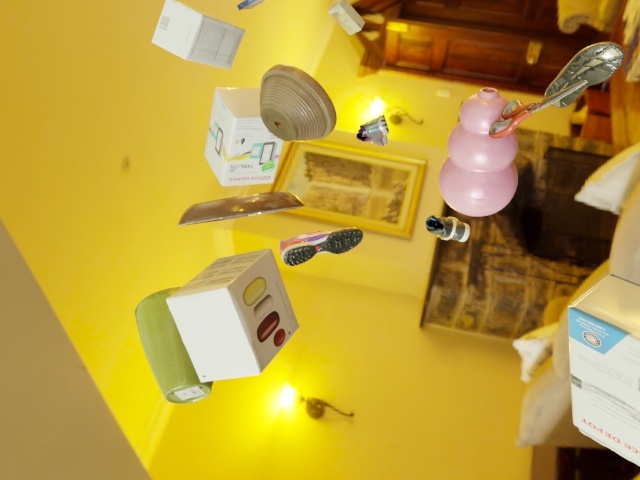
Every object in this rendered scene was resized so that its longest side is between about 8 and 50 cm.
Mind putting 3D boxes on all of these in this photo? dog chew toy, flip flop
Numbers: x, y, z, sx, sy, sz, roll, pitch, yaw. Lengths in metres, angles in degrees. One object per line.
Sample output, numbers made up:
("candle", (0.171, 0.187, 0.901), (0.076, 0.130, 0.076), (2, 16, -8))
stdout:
("dog chew toy", (0.416, -0.231, 1.692), (0.206, 0.207, 0.331), (-66, -21, -55))
("flip flop", (0.757, -0.483, 1.881), (0.080, 0.112, 0.277), (-54, 0, -27))

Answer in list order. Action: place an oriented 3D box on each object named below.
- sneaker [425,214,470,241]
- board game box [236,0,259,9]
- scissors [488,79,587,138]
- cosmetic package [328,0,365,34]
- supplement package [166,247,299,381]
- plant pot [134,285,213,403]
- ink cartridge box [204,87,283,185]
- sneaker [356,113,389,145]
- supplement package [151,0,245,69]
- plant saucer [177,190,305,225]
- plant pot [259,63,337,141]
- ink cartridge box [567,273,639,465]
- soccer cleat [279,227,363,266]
("sneaker", (0.384, -0.051, 2.101), (0.217, 0.121, 0.079), (-161, 87, -76))
("board game box", (-0.206, -0.759, 2.064), (0.020, 0.090, 0.090), (64, -150, -11))
("scissors", (0.470, -0.283, 1.442), (0.109, 0.021, 0.297), (-56, 16, -7))
("cosmetic package", (0.086, -0.739, 2.153), (0.115, 0.060, 0.041), (39, -119, -29))
("supplement package", (-0.171, 0.149, 1.337), (0.203, 0.149, 0.194), (-46, -60, -60))
("plant pot", (-0.419, 0.335, 1.996), (0.274, 0.275, 0.293), (88, 169, -55))
("ink cartridge box", (-0.254, -0.350, 2.203), (0.197, 0.198, 0.270), (56, 142, 39))
("sneaker", (0.156, -0.339, 2.037), (0.223, 0.098, 0.083), (57, -163, -84))
("supplement package", (-0.358, -0.609, 1.943), (0.139, 0.134, 0.244), (-65, -18, 16))
("plant saucer", (-0.194, -0.080, 1.583), (0.310, 0.311, 0.050), (-25, -73, -79))
("plant pot", (-0.082, -0.342, 1.742), (0.109, 0.237, 0.237), (-51, -21, -24))
("ink cartridge box", (0.728, 0.313, 1.464), (0.166, 0.286, 0.394), (-32, -54, -24))
("soccer cleat", (0.000, 0.000, 2.438), (0.116, 0.319, 0.108), (-116, 12, -50))
